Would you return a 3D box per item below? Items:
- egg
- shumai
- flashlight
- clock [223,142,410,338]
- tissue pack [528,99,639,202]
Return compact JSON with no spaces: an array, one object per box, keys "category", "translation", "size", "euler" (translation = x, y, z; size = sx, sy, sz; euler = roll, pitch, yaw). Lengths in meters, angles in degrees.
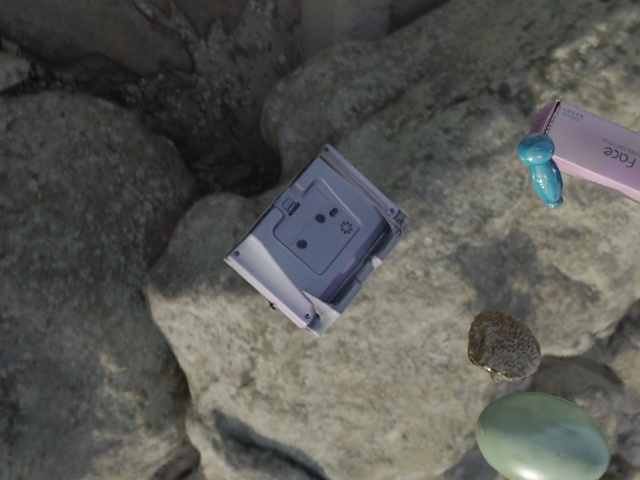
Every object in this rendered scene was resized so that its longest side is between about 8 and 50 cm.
[{"category":"egg","translation":[0.469,0.427,1.829],"size":[0.283,0.203,0.203],"euler":[10,128,23]},{"category":"shumai","translation":[0.334,0.213,1.597],"size":[0.146,0.145,0.116],"euler":[-9,148,-15]},{"category":"flashlight","translation":[0.311,-0.095,1.203],"size":[0.051,0.051,0.129],"euler":[-29,126,-1]},{"category":"clock","translation":[0.000,0.000,1.283],"size":[0.186,0.083,0.253],"euler":[42,73,-8]},{"category":"tissue pack","translation":[0.470,-0.139,1.418],"size":[0.246,0.148,0.092],"euler":[24,93,3]}]
